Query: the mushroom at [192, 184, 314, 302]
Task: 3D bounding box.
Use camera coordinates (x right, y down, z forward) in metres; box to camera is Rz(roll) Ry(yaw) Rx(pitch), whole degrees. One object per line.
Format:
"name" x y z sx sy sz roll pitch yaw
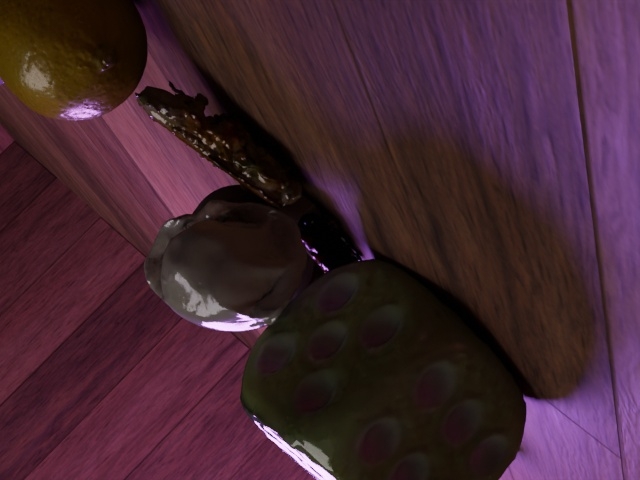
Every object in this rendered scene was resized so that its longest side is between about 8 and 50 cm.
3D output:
"mushroom" -0.088 -0.007 1.702 0.188 0.141 0.117 33 132 11

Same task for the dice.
"dice" 0.074 0.195 1.535 0.252 0.254 0.250 49 171 -34

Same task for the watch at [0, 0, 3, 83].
"watch" -0.508 -0.309 1.925 0.217 0.211 0.248 16 132 58

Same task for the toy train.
"toy train" 0.000 0.000 1.614 0.087 0.050 0.138 41 171 43

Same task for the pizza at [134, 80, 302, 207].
"pizza" -0.115 -0.119 1.530 0.226 0.069 0.147 36 178 -2

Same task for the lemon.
"lemon" -0.285 -0.225 1.453 0.203 0.178 0.178 27 160 50

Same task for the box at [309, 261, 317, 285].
"box" -0.074 0.012 1.914 0.156 0.060 0.111 41 168 10

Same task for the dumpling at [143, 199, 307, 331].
"dumpling" -0.121 0.030 1.578 0.250 0.162 0.132 9 170 36
